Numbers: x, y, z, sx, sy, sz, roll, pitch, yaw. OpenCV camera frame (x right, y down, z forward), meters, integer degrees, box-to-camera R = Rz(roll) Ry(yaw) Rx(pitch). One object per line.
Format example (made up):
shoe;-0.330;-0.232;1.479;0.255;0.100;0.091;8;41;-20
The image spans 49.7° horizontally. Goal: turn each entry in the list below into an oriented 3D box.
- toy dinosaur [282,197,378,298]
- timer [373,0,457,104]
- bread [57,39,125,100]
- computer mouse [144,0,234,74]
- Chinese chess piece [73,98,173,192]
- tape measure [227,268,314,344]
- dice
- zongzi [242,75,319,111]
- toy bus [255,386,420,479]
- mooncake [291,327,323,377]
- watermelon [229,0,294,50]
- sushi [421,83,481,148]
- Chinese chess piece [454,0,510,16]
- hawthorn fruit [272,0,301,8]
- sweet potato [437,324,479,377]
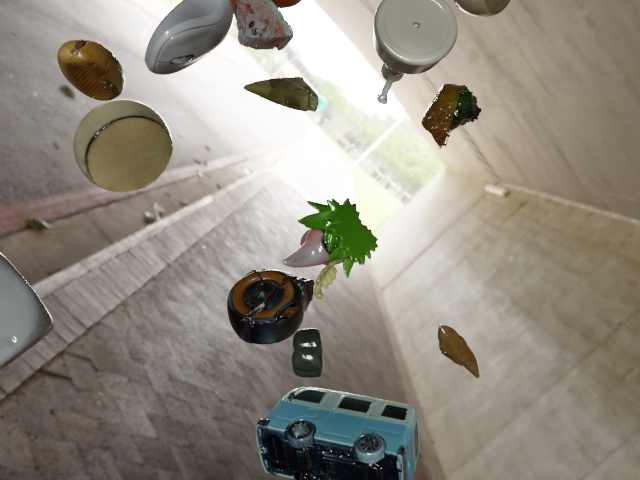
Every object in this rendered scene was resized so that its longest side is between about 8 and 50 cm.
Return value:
toy dinosaur;-0.005;-0.005;1.285;0.152;0.177;0.194;51;43;-14
timer;0.182;-0.414;1.538;0.175;0.175;0.266;47;-13;4
bread;-0.433;-0.329;1.311;0.114;0.077;0.189;16;-16;1
computer mouse;-0.301;-0.503;1.673;0.121;0.184;0.296;36;53;-9
Chinese chess piece;-0.509;-0.242;1.792;0.250;0.250;0.103;39;8;-49
tape measure;-0.138;0.166;1.802;0.202;0.223;0.135;11;-47;19
dice;-0.587;0.133;1.178;0.191;0.193;0.194;55;-27;-6
zongzi;-0.104;-0.391;1.853;0.176;0.078;0.160;-3;25;-21
toy bus;0.038;0.353;1.234;0.165;0.272;0.133;-52;141;-53
mooncake;-0.040;0.350;2.182;0.168;0.104;0.175;-84;175;-57
watermelon;-0.157;-0.482;1.532;0.187;0.139;0.071;42;-38;-19
sushi;0.391;-0.381;2.023;0.140;0.149;0.287;36;34;-1
Chinese chess piece;0.467;-0.760;1.933;0.104;0.257;0.257;23;-8;35
hawthorn fruit;-0.121;-0.772;2.029;0.189;0.189;0.189;45;6;-7
sweet potato;0.340;0.274;1.713;0.206;0.068;0.060;46;18;-23
